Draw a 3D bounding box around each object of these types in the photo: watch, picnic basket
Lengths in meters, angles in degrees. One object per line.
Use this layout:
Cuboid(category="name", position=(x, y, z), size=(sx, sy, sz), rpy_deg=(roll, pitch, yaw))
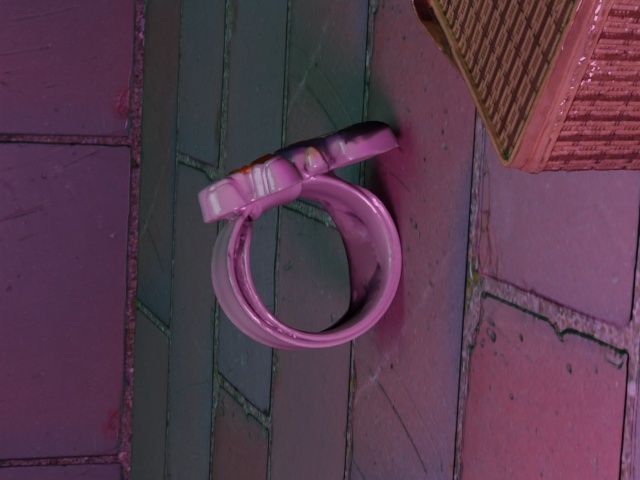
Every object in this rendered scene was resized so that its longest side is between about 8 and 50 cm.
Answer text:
Cuboid(category="watch", position=(0.000, 0.000, 1.724), size=(0.231, 0.244, 0.196), rpy_deg=(67, 163, 1))
Cuboid(category="picnic basket", position=(0.190, -0.224, 1.153), size=(0.228, 0.175, 0.313), rpy_deg=(107, 156, -43))
